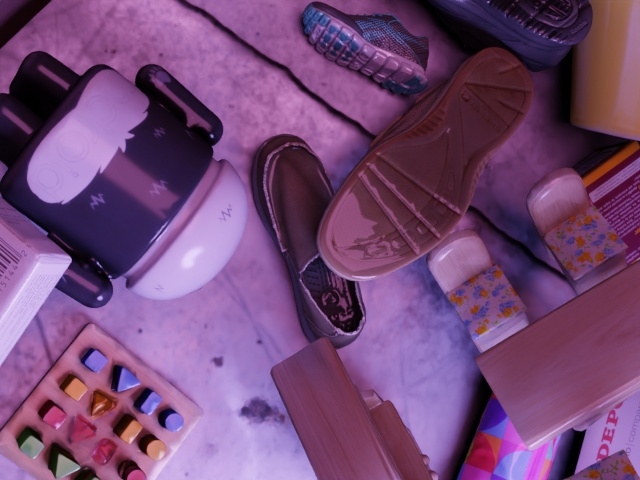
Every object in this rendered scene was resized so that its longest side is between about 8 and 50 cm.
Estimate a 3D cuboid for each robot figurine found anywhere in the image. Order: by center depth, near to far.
[{"bbox_3d":[-0.205,-0.062,1.063,0.278,0.173,0.209,38,104,-14],"label":"robot figurine"}]

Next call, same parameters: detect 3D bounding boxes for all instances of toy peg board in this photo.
[{"bbox_3d":[-0.222,0.197,1.094,0.161,0.079,0.160,41,76,-14],"label":"toy peg board"}]

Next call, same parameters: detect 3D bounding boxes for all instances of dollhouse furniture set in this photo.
[{"bbox_3d":[0.192,0.141,1.066,0.394,0.362,0.256,-32,144,5],"label":"dollhouse furniture set"}]

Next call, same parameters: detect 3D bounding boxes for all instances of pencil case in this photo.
[{"bbox_3d":[0.224,0.245,1.235,0.104,0.104,0.236,25,82,-17],"label":"pencil case"}]

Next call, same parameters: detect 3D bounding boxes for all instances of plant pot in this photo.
[{"bbox_3d":[0.400,-0.237,1.254,0.254,0.254,0.239,8,101,-19],"label":"plant pot"}]

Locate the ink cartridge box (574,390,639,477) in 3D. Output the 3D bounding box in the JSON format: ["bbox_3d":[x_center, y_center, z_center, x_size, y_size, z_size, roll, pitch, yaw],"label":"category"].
[{"bbox_3d":[0.470,0.295,1.151,0.166,0.395,0.285,24,79,-31],"label":"ink cartridge box"}]

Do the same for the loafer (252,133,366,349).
[{"bbox_3d":[0.000,0.000,1.173,0.094,0.087,0.251,-22,95,-19],"label":"loafer"}]

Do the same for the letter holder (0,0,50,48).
[{"bbox_3d":[-0.296,-0.316,1.014,0.152,0.214,0.302,45,75,-13],"label":"letter holder"}]

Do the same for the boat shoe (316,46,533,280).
[{"bbox_3d":[0.109,-0.076,1.182,0.121,0.110,0.341,49,64,-9],"label":"boat shoe"}]

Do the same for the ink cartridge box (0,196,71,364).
[{"bbox_3d":[-0.415,0.056,0.986,0.261,0.066,0.296,38,98,13],"label":"ink cartridge box"}]

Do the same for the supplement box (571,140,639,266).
[{"bbox_3d":[0.375,-0.015,1.308,0.104,0.081,0.188,-34,99,-18],"label":"supplement box"}]

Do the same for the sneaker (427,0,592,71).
[{"bbox_3d":[0.168,-0.284,1.235,0.286,0.130,0.109,36,70,8],"label":"sneaker"}]

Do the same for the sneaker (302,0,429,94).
[{"bbox_3d":[0.056,-0.235,1.225,0.166,0.065,0.076,28,63,-19],"label":"sneaker"}]
